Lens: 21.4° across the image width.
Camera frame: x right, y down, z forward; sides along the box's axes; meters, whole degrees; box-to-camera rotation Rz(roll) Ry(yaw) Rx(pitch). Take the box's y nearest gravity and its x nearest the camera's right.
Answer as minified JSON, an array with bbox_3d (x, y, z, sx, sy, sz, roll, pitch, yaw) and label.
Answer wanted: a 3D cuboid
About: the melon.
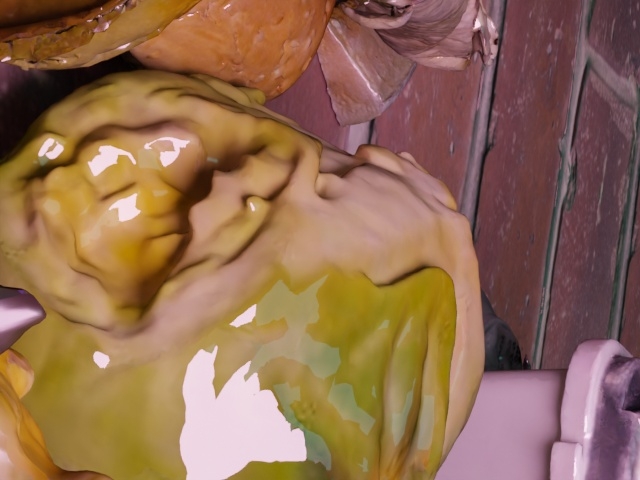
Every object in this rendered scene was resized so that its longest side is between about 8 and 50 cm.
[{"bbox_3d":[0.051,-0.177,1.402,0.182,0.054,0.098,-51,121,-48],"label":"melon"}]

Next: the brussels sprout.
[{"bbox_3d":[-0.057,0.062,0.957,0.344,0.268,0.344,-11,109,-34],"label":"brussels sprout"}]

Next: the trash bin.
[{"bbox_3d":[0.078,0.228,1.148,0.256,0.368,0.296,39,58,-56],"label":"trash bin"}]

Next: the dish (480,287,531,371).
[{"bbox_3d":[0.107,0.148,1.474,0.316,0.106,0.316,-13,104,-61],"label":"dish"}]

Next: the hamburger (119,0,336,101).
[{"bbox_3d":[-0.077,-0.225,1.036,0.283,0.145,0.259,28,68,-58],"label":"hamburger"}]

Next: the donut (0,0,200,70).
[{"bbox_3d":[-0.125,-0.204,0.840,0.107,0.272,0.272,60,39,-73],"label":"donut"}]

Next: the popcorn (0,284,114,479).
[{"bbox_3d":[-0.233,0.154,0.710,0.316,0.281,0.297,-15,69,-33],"label":"popcorn"}]

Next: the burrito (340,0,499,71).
[{"bbox_3d":[0.059,-0.200,1.056,0.348,0.107,0.175,-6,87,-77],"label":"burrito"}]
